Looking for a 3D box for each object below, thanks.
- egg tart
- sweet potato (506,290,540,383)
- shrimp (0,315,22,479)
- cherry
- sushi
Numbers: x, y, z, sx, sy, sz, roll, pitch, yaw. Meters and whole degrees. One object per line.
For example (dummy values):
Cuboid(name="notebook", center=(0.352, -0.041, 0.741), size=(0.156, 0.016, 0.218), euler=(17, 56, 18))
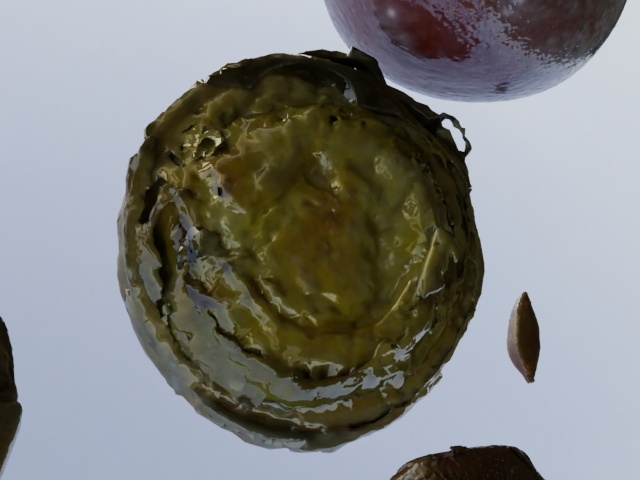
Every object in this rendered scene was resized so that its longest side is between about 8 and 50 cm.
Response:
Cuboid(name="egg tart", center=(0.000, 0.000, 0.946), size=(0.291, 0.291, 0.107), euler=(53, 168, -6))
Cuboid(name="sweet potato", center=(0.199, 0.094, 1.361), size=(0.034, 0.034, 0.095), euler=(23, -124, -43))
Cuboid(name="shrimp", center=(-0.229, 0.056, 0.626), size=(0.289, 0.178, 0.075), euler=(43, -170, 32))
Cuboid(name="cherry", center=(0.117, -0.207, 1.057), size=(0.285, 0.236, 0.213), euler=(-67, -40, -78))
Cuboid(name="sushi", center=(0.087, 0.158, 0.833), size=(0.061, 0.118, 0.060), euler=(81, 176, -60))
